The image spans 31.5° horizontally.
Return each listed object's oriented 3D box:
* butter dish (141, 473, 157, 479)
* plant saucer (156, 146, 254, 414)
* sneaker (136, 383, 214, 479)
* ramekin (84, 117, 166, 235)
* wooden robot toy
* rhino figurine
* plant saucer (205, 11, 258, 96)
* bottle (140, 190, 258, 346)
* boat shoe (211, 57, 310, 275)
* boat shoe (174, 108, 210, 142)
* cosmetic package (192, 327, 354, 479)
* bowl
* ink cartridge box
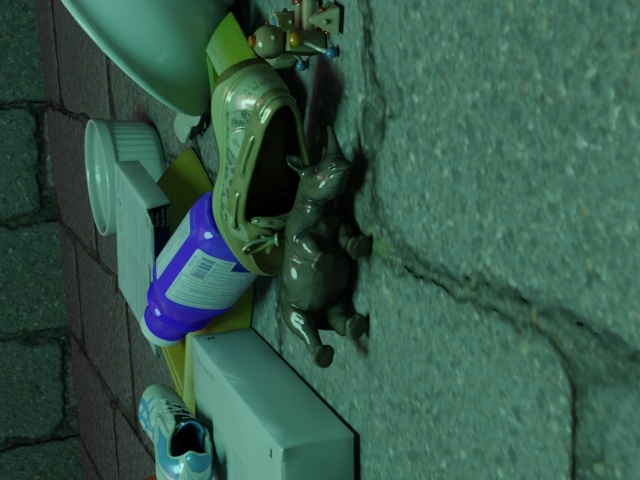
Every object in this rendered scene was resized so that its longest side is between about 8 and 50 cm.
[{"bbox_3d":[-0.242,0.479,1.941,0.160,0.118,0.160,-25,68,23],"label":"butter dish"},{"bbox_3d":[-0.197,0.082,1.716,0.333,0.081,0.333,-121,30,-47],"label":"plant saucer"},{"bbox_3d":[-0.185,0.252,1.495,0.086,0.085,0.237,-61,27,14],"label":"sneaker"},{"bbox_3d":[-0.340,-0.115,1.989,0.207,0.109,0.207,173,90,-69],"label":"ramekin"},{"bbox_3d":[-0.042,-0.219,1.194,0.173,0.079,0.076,180,83,-69],"label":"wooden robot toy"},{"bbox_3d":[0.000,0.000,1.169,0.106,0.073,0.243,-141,49,-58],"label":"rhino figurine"},{"bbox_3d":[-0.093,-0.145,1.357,0.188,0.045,0.188,87,162,-44],"label":"plant saucer"},{"bbox_3d":[-0.153,0.044,1.455,0.283,0.118,0.092,-50,39,47],"label":"bottle"},{"bbox_3d":[-0.058,-0.057,1.233,0.089,0.104,0.285,47,155,40],"label":"boat shoe"},{"bbox_3d":[-0.180,-0.181,1.637,0.046,0.038,0.125,57,154,12],"label":"boat shoe"},{"bbox_3d":[-0.067,0.303,1.417,0.377,0.097,0.284,-145,49,-64],"label":"cosmetic package"},{"bbox_3d":[-0.202,-0.308,1.425,0.134,0.298,0.298,-39,47,14],"label":"bowl"},{"bbox_3d":[-0.252,0.023,1.662,0.224,0.045,0.223,-130,38,-54],"label":"ink cartridge box"}]
